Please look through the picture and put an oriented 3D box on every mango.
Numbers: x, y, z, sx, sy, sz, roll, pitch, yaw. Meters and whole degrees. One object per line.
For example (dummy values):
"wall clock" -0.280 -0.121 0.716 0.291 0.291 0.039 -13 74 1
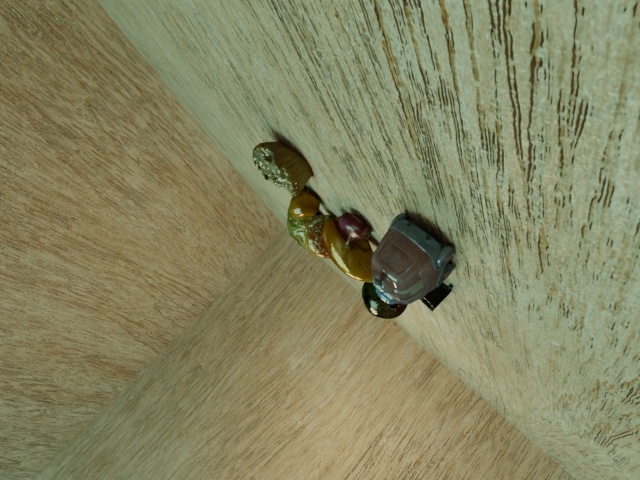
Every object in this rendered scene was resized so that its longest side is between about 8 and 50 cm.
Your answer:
"mango" 0.147 0.043 1.841 0.350 0.199 0.201 57 -144 2

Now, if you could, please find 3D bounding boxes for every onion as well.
"onion" 0.127 -0.034 1.696 0.150 0.140 0.150 33 -174 -4

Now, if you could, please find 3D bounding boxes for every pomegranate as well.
"pomegranate" 0.316 0.238 2.022 0.242 0.242 0.306 48 -158 -25

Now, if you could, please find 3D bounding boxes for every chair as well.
"chair" 0.415 0.199 1.551 0.113 0.106 0.229 44 175 22

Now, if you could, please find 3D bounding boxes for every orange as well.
"orange" -0.064 -0.066 2.355 0.369 0.210 0.271 47 175 -1
"orange" -0.080 -0.178 2.022 0.155 0.154 0.134 111 144 -82

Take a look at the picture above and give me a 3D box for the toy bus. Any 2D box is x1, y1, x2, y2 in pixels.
"toy bus" 0.257 0.082 1.246 0.197 0.232 0.294 41 171 27

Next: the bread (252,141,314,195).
"bread" -0.163 -0.311 1.719 0.274 0.149 0.274 42 166 13

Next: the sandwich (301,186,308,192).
"sandwich" -0.168 -0.307 2.117 0.245 0.063 0.212 42 174 29

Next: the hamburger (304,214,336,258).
"hamburger" 0.025 -0.018 2.089 0.237 0.237 0.147 45 -171 -1
